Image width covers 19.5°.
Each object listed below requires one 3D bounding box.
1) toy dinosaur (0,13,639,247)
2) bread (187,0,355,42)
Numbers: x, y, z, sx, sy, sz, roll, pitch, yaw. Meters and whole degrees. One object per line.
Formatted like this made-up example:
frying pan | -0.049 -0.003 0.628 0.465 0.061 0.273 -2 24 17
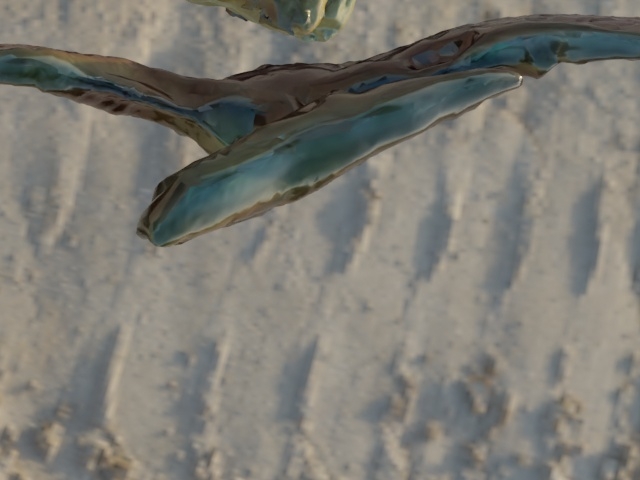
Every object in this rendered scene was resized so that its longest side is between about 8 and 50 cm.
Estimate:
toy dinosaur | 0.005 -0.002 0.480 0.327 0.206 0.113 -10 101 -31
bread | -0.067 -0.356 1.541 0.167 0.277 0.325 1 112 -64
